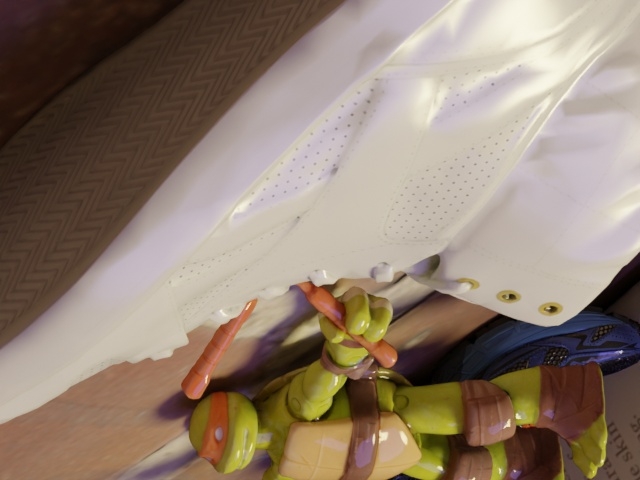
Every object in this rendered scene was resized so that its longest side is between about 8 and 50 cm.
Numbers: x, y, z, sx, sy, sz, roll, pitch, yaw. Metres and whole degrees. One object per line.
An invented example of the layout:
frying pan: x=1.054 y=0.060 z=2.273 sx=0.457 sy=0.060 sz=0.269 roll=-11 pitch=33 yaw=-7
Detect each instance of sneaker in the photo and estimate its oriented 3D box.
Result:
sneaker: x=0.000 y=0.000 z=0.584 sx=0.292 sy=0.108 sz=0.169 roll=-37 pitch=128 yaw=21
sneaker: x=0.090 y=0.111 z=1.006 sx=0.221 sy=0.087 sz=0.083 roll=-31 pitch=157 yaw=11

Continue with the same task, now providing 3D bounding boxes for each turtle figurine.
turtle figurine: x=0.022 y=0.106 z=0.907 sx=0.217 sy=0.087 sz=0.269 roll=4 pitch=130 yaw=-13

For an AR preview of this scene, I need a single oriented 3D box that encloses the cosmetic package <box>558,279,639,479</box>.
cosmetic package: x=0.349 y=0.156 z=1.070 sx=0.327 sy=0.329 sz=0.393 roll=-4 pitch=149 yaw=-43
